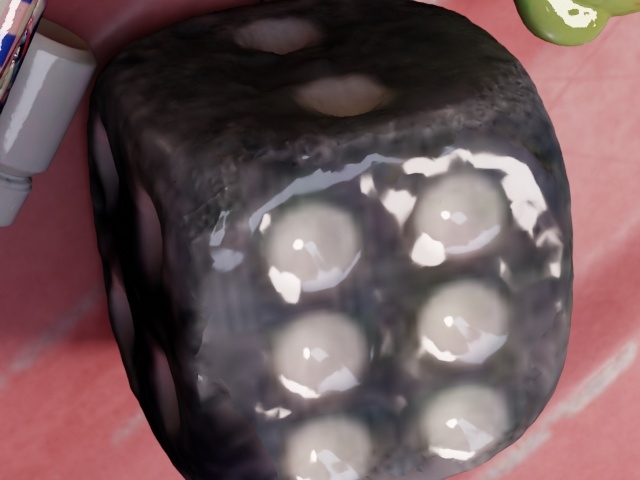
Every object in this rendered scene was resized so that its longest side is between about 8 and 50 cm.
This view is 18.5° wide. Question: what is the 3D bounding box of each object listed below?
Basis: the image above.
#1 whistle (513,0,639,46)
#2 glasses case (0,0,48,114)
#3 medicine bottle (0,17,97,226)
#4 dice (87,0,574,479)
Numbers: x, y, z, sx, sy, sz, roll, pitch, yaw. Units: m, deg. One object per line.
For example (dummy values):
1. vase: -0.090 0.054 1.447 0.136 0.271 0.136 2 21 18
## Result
1. whistle: 0.129 -0.157 0.885 0.294 0.141 0.141 23 103 -28
2. glasses case: -0.194 -0.079 0.822 0.125 0.076 0.327 26 101 2
3. medicine bottle: -0.140 -0.055 0.879 0.052 0.052 0.089 21 104 -26
4. dice: 0.000 0.000 0.881 0.181 0.183 0.182 -14 119 -16
